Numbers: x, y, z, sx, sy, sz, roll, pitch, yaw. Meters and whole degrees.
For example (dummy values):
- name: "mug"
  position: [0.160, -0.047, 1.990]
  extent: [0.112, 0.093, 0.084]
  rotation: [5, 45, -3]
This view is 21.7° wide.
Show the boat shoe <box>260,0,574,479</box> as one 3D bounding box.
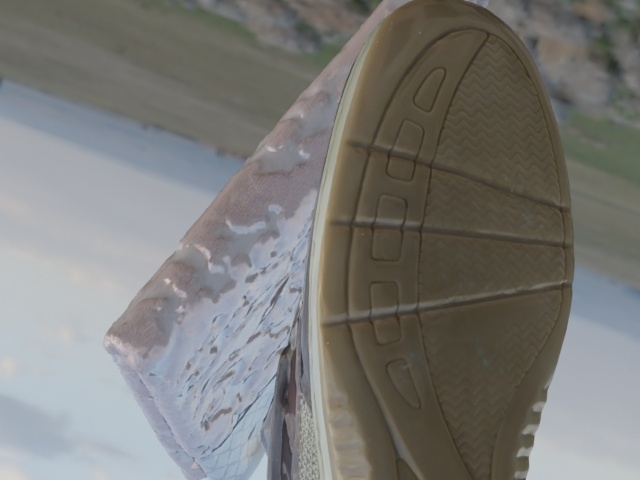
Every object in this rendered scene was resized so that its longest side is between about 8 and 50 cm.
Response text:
- name: "boat shoe"
  position: [0.024, 0.061, 0.576]
  extent: [0.103, 0.285, 0.092]
  rotation: [3, 173, -29]

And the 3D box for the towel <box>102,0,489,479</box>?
- name: "towel"
  position: [0.000, 0.000, 1.099]
  extent: [0.053, 0.332, 0.317]
  rotation: [33, 163, 16]
